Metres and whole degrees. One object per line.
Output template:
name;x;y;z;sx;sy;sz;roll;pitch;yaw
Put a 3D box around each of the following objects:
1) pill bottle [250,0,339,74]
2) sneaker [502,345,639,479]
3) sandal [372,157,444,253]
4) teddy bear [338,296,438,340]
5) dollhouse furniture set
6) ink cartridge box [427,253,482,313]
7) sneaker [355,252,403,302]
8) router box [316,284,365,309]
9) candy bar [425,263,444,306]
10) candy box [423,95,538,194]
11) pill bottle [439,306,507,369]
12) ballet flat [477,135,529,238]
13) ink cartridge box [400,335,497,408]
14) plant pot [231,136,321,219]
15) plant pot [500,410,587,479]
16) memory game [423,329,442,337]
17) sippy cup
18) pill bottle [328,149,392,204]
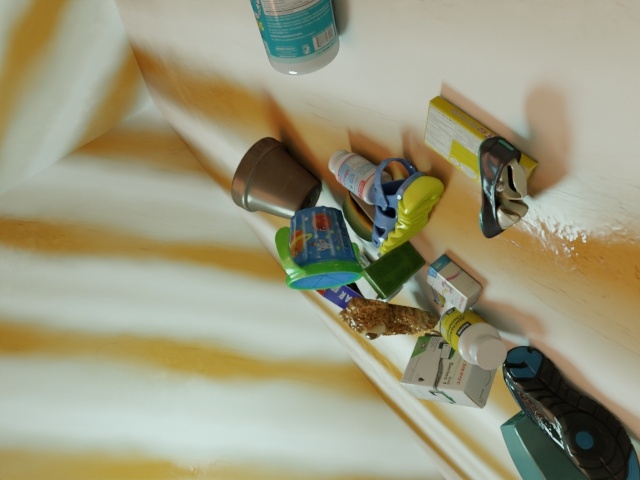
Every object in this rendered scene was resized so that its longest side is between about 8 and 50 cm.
pill bottle;-0.056;-0.447;0.843;0.146;0.146;0.264;42;161;36
sneaker;0.538;0.388;1.033;0.340;0.125;0.139;57;172;31
sandal;0.173;-0.080;1.067;0.138;0.126;0.317;52;158;19
teddy bear;0.205;0.240;1.376;0.245;0.112;0.338;4;170;25
dollhouse furniture set;0.124;0.014;1.342;0.301;0.151;0.197;52;165;7
ink cartridge box;0.323;0.106;1.142;0.122;0.052;0.088;43;162;30
sneaker;0.161;0.124;1.571;0.169;0.108;0.292;51;167;-3
router box;0.054;0.188;1.865;0.336;0.082;0.301;36;179;-40
candy bar;0.313;0.124;1.281;0.040;0.018;0.161;37;158;47
candy box;0.259;-0.150;0.793;0.206;0.027;0.105;46;161;25
pill bottle;0.365;0.233;1.128;0.103;0.103;0.184;57;179;-15
ballet flat;0.285;-0.067;0.729;0.074;0.074;0.203;39;158;44
ink cartridge box;0.347;0.348;1.268;0.093;0.160;0.220;43;149;-22
plant pot;-0.127;-0.181;1.561;0.230;0.263;0.263;29;158;16
plant pot;0.572;0.534;1.161;0.234;0.166;0.165;55;167;20
memory game;0.386;0.313;1.359;0.186;0.012;0.186;23;152;13
sippy cup;0.000;0.021;1.457;0.305;0.240;0.223;70;-168;-72
pill bottle;0.093;-0.161;1.158;0.160;0.087;0.087;41;161;38
